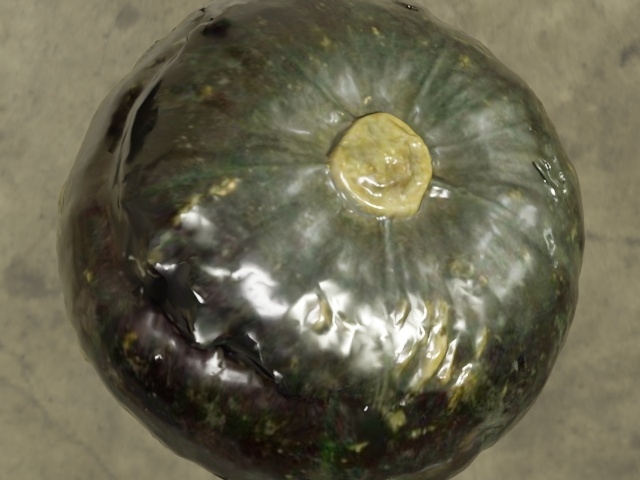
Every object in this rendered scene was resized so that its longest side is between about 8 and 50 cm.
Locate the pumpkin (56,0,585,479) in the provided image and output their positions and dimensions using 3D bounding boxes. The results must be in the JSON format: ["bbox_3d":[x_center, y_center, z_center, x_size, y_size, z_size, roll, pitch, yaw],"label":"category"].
[{"bbox_3d":[0.000,0.000,1.183,0.454,0.454,0.344,14,154,-9],"label":"pumpkin"}]
